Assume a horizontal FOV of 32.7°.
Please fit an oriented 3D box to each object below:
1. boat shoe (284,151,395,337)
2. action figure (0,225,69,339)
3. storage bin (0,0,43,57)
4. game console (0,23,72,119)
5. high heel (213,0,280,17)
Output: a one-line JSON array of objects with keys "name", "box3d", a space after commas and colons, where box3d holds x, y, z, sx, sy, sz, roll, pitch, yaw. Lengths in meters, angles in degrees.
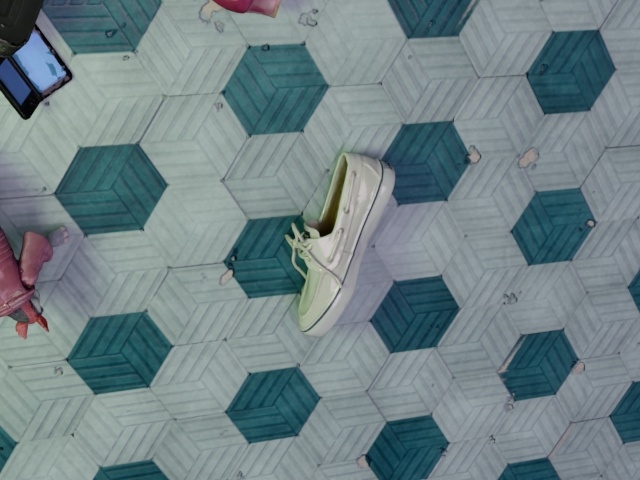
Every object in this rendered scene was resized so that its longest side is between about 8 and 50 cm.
[{"name": "boat shoe", "box3d": [0.004, 0.001, 2.071, 0.156, 0.136, 0.367, 19, 101, -26]}, {"name": "action figure", "box3d": [-0.558, 0.010, 1.810, 0.248, 0.276, 0.370, -36, 105, -9]}, {"name": "storage bin", "box3d": [-0.540, -0.382, 1.718, 0.180, 0.084, 0.122, 23, 76, -27]}, {"name": "game console", "box3d": [-0.486, -0.282, 1.814, 0.071, 0.107, 0.122, -21, 121, 22]}, {"name": "high heel", "box3d": [-0.105, -0.507, 1.861, 0.117, 0.082, 0.244, 12, 112, -14]}]
